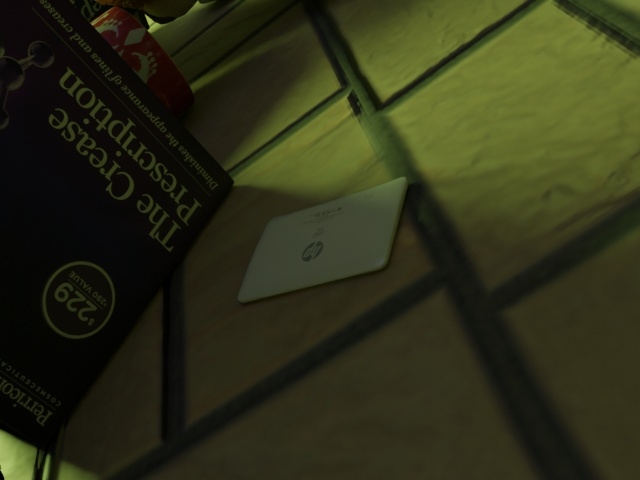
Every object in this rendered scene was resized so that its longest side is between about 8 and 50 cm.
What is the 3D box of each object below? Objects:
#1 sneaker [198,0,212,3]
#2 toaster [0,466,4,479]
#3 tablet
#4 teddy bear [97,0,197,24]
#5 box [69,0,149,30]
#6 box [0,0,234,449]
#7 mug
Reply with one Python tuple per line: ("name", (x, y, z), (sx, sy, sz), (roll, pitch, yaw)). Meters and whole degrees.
("sneaker", (-0.080, -0.352, 0.761), (0.090, 0.115, 0.232), (-5, 47, 44))
("toaster", (-0.224, 0.094, 0.304), (0.168, 0.186, 0.110), (2, 47, 48))
("tablet", (0.000, 0.000, 0.344), (0.083, 0.006, 0.054), (-17, 39, 36))
("teddy bear", (-0.054, -0.282, 0.620), (0.245, 0.113, 0.338), (31, 66, 18))
("box", (-0.223, -0.214, 0.684), (0.036, 0.225, 0.136), (16, 58, 19))
("box", (-0.195, -0.049, 0.372), (0.103, 0.261, 0.184), (3, 53, 49))
("mug", (-0.173, -0.071, 0.556), (0.169, 0.150, 0.113), (-43, -5, -11))
